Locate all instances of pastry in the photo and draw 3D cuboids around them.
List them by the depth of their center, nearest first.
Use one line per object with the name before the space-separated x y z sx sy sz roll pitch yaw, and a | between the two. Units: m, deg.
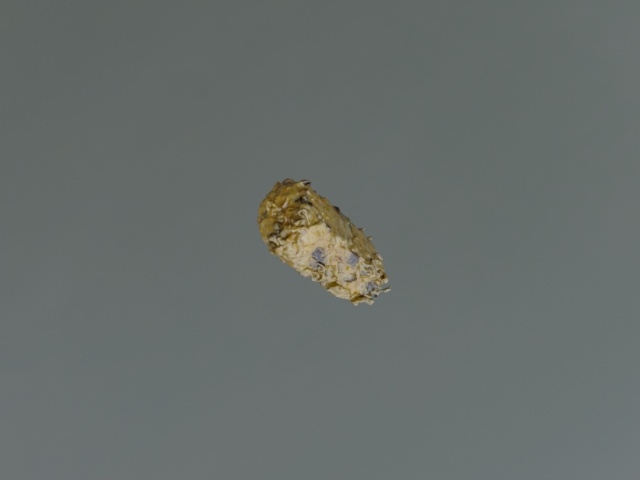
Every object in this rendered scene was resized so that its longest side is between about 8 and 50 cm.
pastry | 0.000 0.000 1.431 0.056 0.080 0.140 -36 139 9
